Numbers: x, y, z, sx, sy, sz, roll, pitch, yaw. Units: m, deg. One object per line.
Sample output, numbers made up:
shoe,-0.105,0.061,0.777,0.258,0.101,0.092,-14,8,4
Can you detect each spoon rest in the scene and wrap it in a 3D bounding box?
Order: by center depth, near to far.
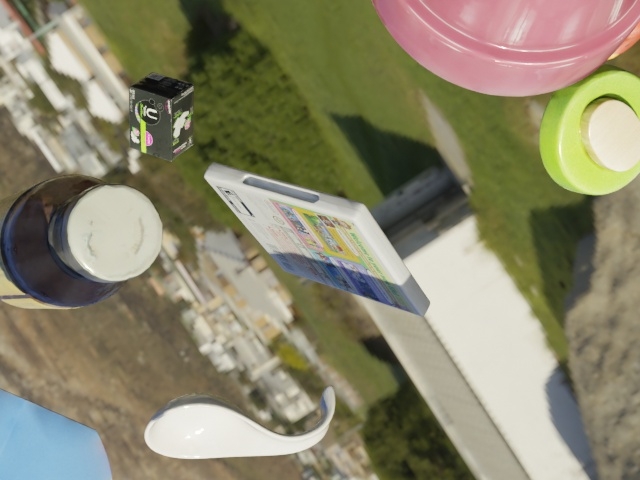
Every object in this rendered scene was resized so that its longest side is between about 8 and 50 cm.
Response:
spoon rest,-0.108,0.260,1.713,0.137,0.276,0.084,104,156,-47

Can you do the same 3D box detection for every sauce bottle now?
sauce bottle,-0.209,0.004,1.001,0.111,0.111,0.344,56,158,-13

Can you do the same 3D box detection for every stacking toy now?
stacking toy,0.340,-0.181,1.159,0.130,0.309,0.279,32,137,59

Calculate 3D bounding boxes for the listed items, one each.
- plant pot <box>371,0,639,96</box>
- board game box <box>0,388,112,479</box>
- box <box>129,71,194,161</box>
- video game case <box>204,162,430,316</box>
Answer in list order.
plant pot,0.135,-0.217,0.763,0.201,0.201,0.180,57,165,11
board game box,-0.217,0.162,0.777,0.169,0.133,0.033,24,169,-6
box,-0.188,-0.147,1.448,0.062,0.052,0.083,19,125,21
video game case,0.000,0.000,1.287,0.193,0.023,0.212,17,159,33
